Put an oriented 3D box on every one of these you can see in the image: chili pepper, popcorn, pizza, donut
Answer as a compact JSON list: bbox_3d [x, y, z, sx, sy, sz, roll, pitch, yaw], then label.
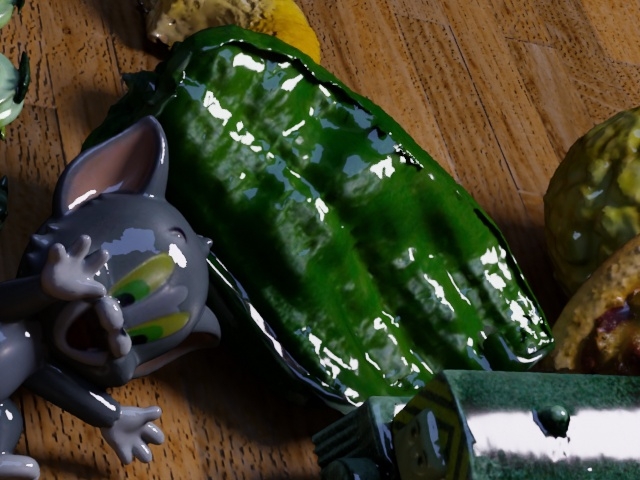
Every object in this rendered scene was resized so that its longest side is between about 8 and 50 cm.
[{"bbox_3d":[-0.006,0.004,1.459,0.385,0.213,0.167,41,-11,-13],"label":"chili pepper"},{"bbox_3d":[0.297,-0.020,1.641,0.221,0.204,0.184,-9,21,-10],"label":"popcorn"},{"bbox_3d":[0.319,0.085,1.524,0.229,0.289,0.081,64,-1,-9],"label":"pizza"},{"bbox_3d":[-0.068,-0.153,1.677,0.152,0.101,0.259,18,33,-22],"label":"donut"}]

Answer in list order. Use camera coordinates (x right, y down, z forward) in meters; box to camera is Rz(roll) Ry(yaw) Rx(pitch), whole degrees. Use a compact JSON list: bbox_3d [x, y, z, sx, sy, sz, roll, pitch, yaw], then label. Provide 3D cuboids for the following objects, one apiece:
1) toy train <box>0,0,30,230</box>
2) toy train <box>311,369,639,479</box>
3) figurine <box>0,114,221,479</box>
[{"bbox_3d":[-0.312,-0.107,1.412,0.188,0.159,0.272,4,41,-15],"label":"toy train"},{"bbox_3d":[0.164,0.155,1.351,0.330,0.178,0.138,4,57,-29],"label":"toy train"},{"bbox_3d":[-0.177,0.069,1.296,0.265,0.193,0.140,-29,27,-5],"label":"figurine"}]
